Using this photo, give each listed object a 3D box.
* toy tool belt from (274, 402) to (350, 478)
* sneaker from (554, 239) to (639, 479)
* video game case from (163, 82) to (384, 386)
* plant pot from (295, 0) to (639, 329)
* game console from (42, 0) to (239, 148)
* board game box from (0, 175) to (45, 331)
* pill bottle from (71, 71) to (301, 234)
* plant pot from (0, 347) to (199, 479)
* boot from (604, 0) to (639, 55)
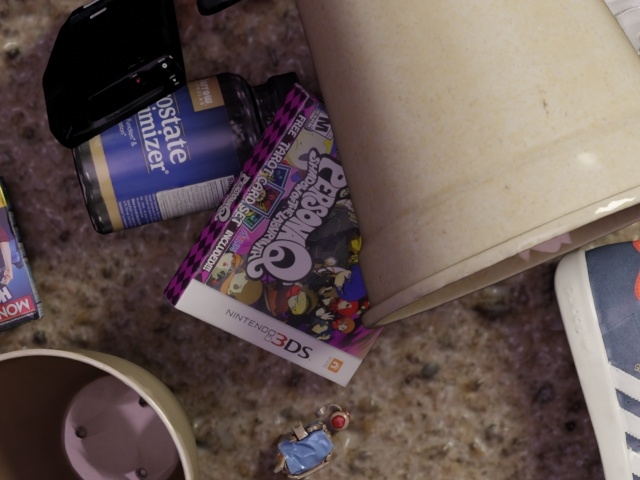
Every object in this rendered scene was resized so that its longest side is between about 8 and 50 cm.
[{"bbox_3d":[-0.008,0.197,1.637,0.083,0.051,0.052,-36,90,9],"label":"toy tool belt"},{"bbox_3d":[0.327,0.166,1.548,0.148,0.131,0.350,-15,93,13],"label":"sneaker"},{"bbox_3d":[0.000,0.000,1.569,0.210,0.042,0.232,28,99,-32],"label":"video game case"},{"bbox_3d":[0.132,-0.130,1.413,0.334,0.334,0.305,-23,84,9],"label":"plant pot"},{"bbox_3d":[-0.094,-0.221,1.536,0.361,0.213,0.044,-28,121,8],"label":"game console"},{"bbox_3d":[-0.372,0.053,1.669,0.194,0.060,0.194,-15,94,9],"label":"board game box"},{"bbox_3d":[-0.119,-0.088,1.582,0.219,0.123,0.123,-14,93,-4],"label":"pill bottle"},{"bbox_3d":[-0.213,0.207,1.553,0.256,0.274,0.256,1,95,8],"label":"plant pot"},{"bbox_3d":[0.270,-0.185,1.555,0.258,0.095,0.123,-15,99,17],"label":"boot"}]
